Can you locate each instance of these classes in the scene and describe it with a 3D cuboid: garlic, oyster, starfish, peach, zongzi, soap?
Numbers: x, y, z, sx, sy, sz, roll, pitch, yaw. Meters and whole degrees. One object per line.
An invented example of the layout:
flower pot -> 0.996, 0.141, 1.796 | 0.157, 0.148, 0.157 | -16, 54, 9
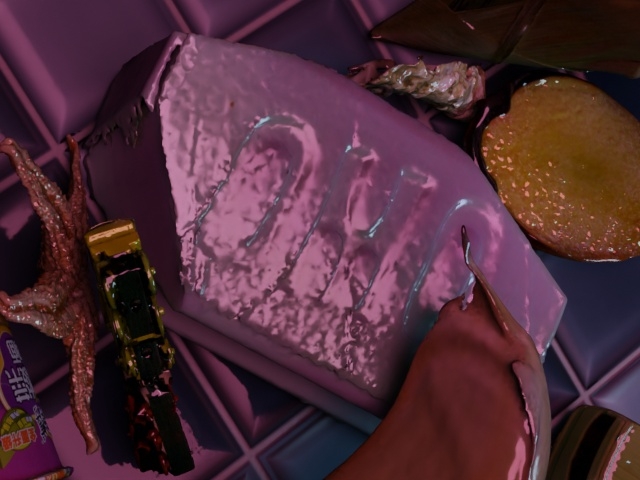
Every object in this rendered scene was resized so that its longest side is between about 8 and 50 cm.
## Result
garlic -> 0.105, 0.180, 1.357 | 0.196, 0.151, 0.338 | 32, 102, -12
oyster -> 0.100, -0.143, 1.532 | 0.200, 0.106, 0.061 | -2, 93, -30
starfish -> -0.214, 0.015, 1.332 | 0.048, 0.231, 0.295 | -8, 62, 9
peach -> 0.252, -0.064, 1.629 | 0.279, 0.068, 0.189 | 27, 72, -22
zongzi -> 0.217, -0.209, 1.522 | 0.274, 0.251, 0.125 | -14, 107, -23
soap -> 0.000, 0.000, 1.463 | 0.446, 0.156, 0.261 | 30, 76, -19

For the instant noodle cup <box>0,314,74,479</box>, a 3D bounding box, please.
instant noodle cup -> -0.337, 0.126, 1.264 | 0.251, 0.251, 0.190 | -13, 84, -25

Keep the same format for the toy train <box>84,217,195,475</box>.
toy train -> -0.152, 0.100, 1.372 | 0.053, 0.085, 0.249 | -15, 129, -11

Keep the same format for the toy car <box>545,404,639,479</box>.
toy car -> 0.352, 0.265, 1.624 | 0.257, 0.124, 0.101 | 33, 76, -18
